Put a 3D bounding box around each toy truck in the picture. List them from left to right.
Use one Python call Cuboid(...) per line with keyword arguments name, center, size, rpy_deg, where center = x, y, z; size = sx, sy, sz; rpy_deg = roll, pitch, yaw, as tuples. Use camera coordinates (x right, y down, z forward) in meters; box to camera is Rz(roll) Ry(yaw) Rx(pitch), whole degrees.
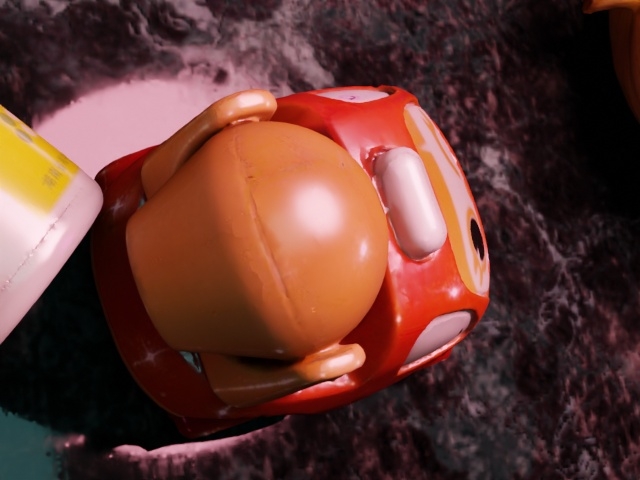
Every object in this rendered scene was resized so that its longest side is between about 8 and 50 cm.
Cuboid(name="toy truck", center=(0.000, 0.000, 0.735), size=(0.265, 0.239, 0.189), rpy_deg=(-17, 85, -29))

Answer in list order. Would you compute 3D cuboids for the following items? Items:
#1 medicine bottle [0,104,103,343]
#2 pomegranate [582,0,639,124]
Cuboid(name="medicine bottle", center=(-0.253, -0.048, 0.679), size=(0.258, 0.143, 0.143), rpy_deg=(38, 63, -13))
Cuboid(name="pomegranate", center=(0.333, -0.163, 0.922), size=(0.319, 0.319, 0.319), rpy_deg=(7, 74, -25))
